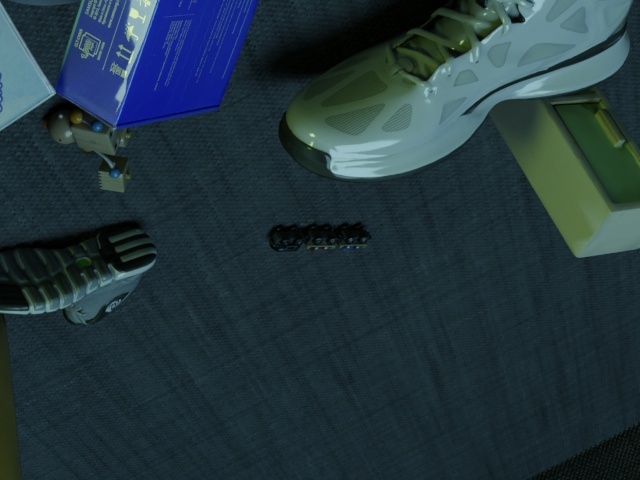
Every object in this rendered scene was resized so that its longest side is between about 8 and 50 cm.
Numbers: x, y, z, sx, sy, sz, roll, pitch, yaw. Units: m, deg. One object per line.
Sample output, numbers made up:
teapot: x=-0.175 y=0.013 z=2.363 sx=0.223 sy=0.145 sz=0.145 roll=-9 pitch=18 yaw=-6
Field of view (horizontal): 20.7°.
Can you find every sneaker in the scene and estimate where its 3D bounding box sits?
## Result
sneaker: x=0.151 y=-0.244 z=1.865 sx=0.448 sy=0.169 sz=0.257 roll=-25 pitch=144 yaw=-22
sneaker: x=-0.302 y=0.065 z=2.023 sx=0.229 sy=0.086 sz=0.132 roll=-13 pitch=151 yaw=-27

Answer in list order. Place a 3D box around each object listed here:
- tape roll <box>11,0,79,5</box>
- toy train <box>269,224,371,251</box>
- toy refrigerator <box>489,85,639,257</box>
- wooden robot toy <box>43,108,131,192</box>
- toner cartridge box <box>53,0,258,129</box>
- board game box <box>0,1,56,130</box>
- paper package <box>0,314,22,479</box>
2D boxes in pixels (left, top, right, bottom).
tape roll: x=-0.214 y=-0.302 z=1.500 sx=0.219 sy=0.072 sz=0.219 roll=-22 pitch=151 yaw=-13
toy train: x=0.000 y=0.000 z=2.236 sx=0.158 sy=0.027 sz=0.036 roll=-2 pitch=146 yaw=-39
toy refrigerator: x=0.291 y=-0.117 z=2.037 sx=0.102 sy=0.269 sz=0.094 roll=-7 pitch=145 yaw=-32
wooden robot toy: x=-0.243 y=-0.119 z=1.812 sx=0.079 sy=0.076 sz=0.173 roll=7 pitch=152 yaw=9
toner cartridge box: x=-0.099 y=-0.269 z=1.464 sx=0.165 sy=0.075 sz=0.347 roll=-20 pitch=137 yaw=-60
board game box: x=-0.416 y=-0.156 z=1.359 sx=0.318 sy=0.066 sz=0.318 roll=-36 pitch=126 yaw=-13
paper package: x=-0.435 y=0.282 z=1.990 sx=0.168 sy=0.324 sz=0.309 roll=-1 pitch=144 yaw=-15
